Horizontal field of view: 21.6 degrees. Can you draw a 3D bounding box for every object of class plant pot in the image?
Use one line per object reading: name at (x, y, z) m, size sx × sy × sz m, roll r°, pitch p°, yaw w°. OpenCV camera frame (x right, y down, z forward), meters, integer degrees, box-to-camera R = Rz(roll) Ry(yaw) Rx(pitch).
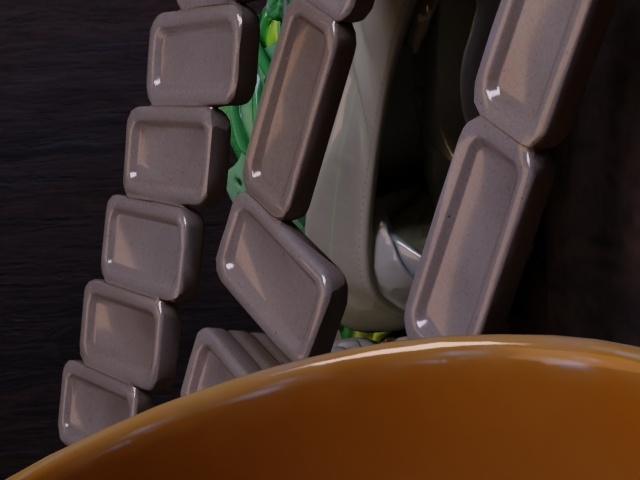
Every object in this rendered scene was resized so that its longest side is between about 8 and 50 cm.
plant pot at (0.015, 0.148, 0.319) m, size 0.205 × 0.205 × 0.188 m, roll -101°, pitch -6°, yaw -71°

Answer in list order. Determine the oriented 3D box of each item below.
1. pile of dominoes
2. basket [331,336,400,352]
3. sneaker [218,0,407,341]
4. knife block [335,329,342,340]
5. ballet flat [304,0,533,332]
pile of dominoes at (0.000, 0.000, 0.472) m, size 0.196 × 0.040 × 0.251 m, roll 44°, pitch 123°, yaw 50°
basket at (0.030, 0.092, 0.611) m, size 0.167 × 0.113 × 0.103 m, roll -146°, pitch 57°, yaw -86°
sneaker at (-0.001, -0.063, 0.714) m, size 0.109 × 0.123 × 0.295 m, roll -52°, pitch -24°, yaw -36°
knife block at (0.020, 0.092, 0.985) m, size 0.276 × 0.088 × 0.242 m, roll 94°, pitch 172°, yaw -72°
ballet flat at (0.044, -0.031, 0.591) m, size 0.248 × 0.086 × 0.086 m, roll 91°, pitch 175°, yaw -47°
